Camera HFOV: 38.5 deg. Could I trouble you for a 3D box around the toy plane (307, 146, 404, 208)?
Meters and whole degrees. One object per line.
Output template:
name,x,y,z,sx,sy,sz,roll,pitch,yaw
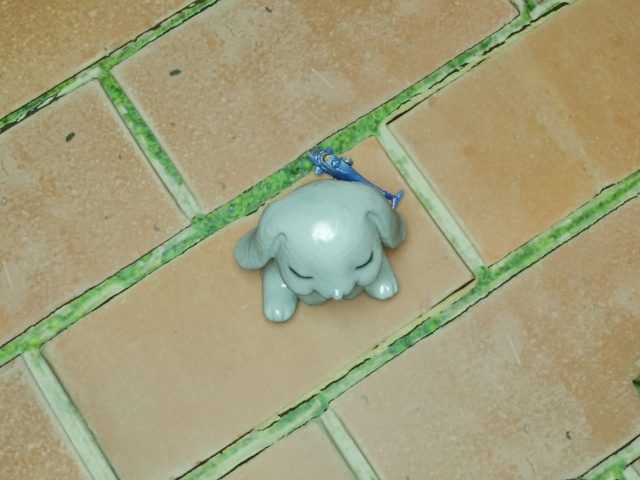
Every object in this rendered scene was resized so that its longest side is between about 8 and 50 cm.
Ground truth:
toy plane,0.052,-0.104,1.479,0.167,0.062,0.054,29,80,-4

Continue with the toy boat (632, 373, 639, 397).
toy boat,0.559,0.283,1.368,0.084,0.111,0.276,-33,83,-1

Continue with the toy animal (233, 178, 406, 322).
toy animal,0.000,0.000,1.354,0.272,0.265,0.205,-10,77,0

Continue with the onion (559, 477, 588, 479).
onion,0.379,0.406,1.353,0.107,0.097,0.107,-2,83,19
